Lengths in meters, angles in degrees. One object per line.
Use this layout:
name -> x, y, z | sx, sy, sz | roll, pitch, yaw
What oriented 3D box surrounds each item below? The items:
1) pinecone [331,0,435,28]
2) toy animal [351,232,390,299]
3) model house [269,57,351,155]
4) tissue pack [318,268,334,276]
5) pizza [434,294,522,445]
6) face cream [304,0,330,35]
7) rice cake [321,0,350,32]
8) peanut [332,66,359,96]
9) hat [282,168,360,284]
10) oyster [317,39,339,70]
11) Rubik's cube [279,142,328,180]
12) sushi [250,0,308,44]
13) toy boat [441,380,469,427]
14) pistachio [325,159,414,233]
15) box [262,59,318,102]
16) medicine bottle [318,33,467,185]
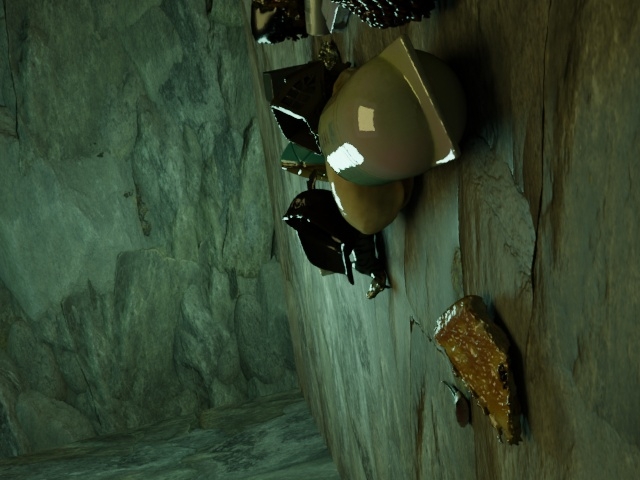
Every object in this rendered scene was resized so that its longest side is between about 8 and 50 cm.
pinecone -> 0.121, -0.495, 1.325 | 0.221, 0.221, 0.221 | 169, 90, -78
toy animal -> 0.119, 0.051, 2.137 | 0.170, 0.089, 0.255 | -38, 72, 56
model house -> 0.024, -0.377, 1.947 | 0.204, 0.243, 0.211 | 28, 165, 24
tissue pack -> 0.000, 0.000, 2.664 | 0.222, 0.090, 0.186 | -116, 16, -55
pizza -> 0.323, 0.246, 1.403 | 0.189, 0.071, 0.297 | 112, 144, -48
face cream -> -0.012, -0.725, 2.055 | 0.107, 0.073, 0.269 | -133, 32, -53
rice cake -> 0.054, -0.651, 1.869 | 0.298, 0.050, 0.106 | 115, 143, -71
peanut -> 0.096, -0.323, 1.791 | 0.129, 0.129, 0.224 | 102, 157, -63
hat -> 0.046, -0.047, 2.032 | 0.238, 0.209, 0.336 | 22, 154, 39
oyster -> 0.024, -0.503, 2.137 | 0.125, 0.064, 0.177 | 94, 163, -64
Rubik's cube -> 0.043, -0.284, 2.080 | 0.254, 0.254, 0.254 | 169, 90, -78
sushi -> -0.118, -0.736, 2.258 | 0.213, 0.200, 0.204 | -79, -10, -50
toy boat -> 0.315, 0.373, 1.685 | 0.122, 0.034, 0.096 | -110, 12, -74
pistachio -> 0.110, -0.136, 1.711 | 0.214, 0.193, 0.318 | 24, 149, 21
box -> -0.083, -0.499, 2.326 | 0.274, 0.178, 0.138 | -131, 32, -75
medicine bottle -> 0.144, -0.233, 1.374 | 0.406, 0.235, 0.236 | 177, 82, -80
